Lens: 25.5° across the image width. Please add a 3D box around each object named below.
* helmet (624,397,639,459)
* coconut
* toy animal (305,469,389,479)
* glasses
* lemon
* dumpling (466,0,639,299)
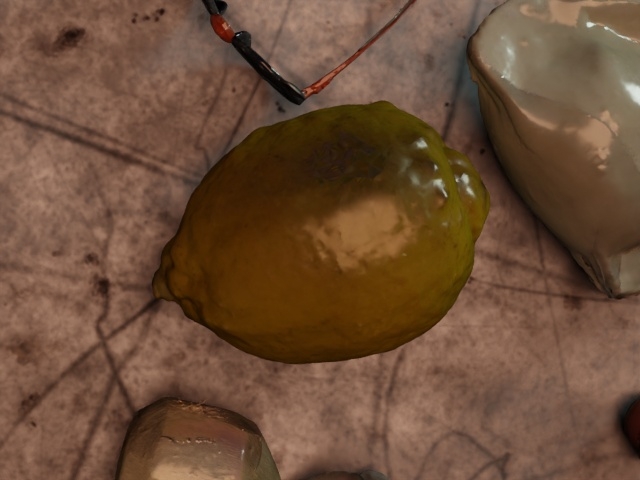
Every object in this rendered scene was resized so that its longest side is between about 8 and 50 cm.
[{"bbox_3d":[0.374,0.211,1.624,0.065,0.049,0.084,-13,124,-39],"label":"helmet"},{"bbox_3d":[-0.124,0.251,1.493,0.183,0.171,0.171,12,90,-6],"label":"coconut"},{"bbox_3d":[0.071,0.395,1.502,0.206,0.272,0.265,-32,110,19],"label":"toy animal"},{"bbox_3d":[-0.009,-0.303,1.521,0.268,0.118,0.234,-39,95,-6],"label":"glasses"},{"bbox_3d":[0.008,-0.002,1.460,0.316,0.285,0.285,-37,97,26],"label":"lemon"},{"bbox_3d":[0.322,-0.125,1.540,0.260,0.181,0.341,-34,82,-1],"label":"dumpling"}]
